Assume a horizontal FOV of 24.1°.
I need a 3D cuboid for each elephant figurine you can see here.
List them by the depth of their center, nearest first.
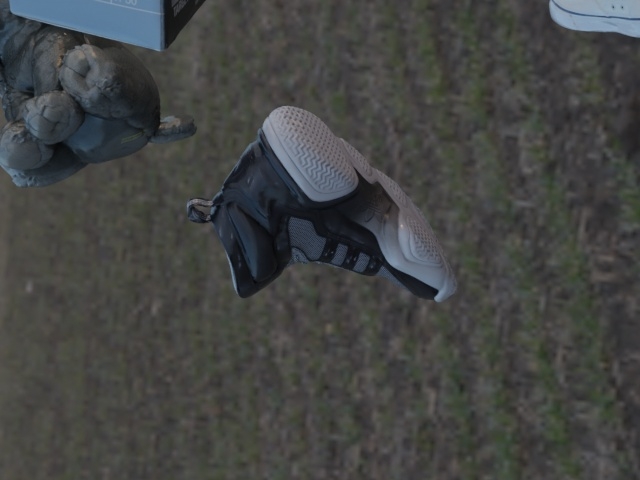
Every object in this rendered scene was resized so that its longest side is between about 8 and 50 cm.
[{"bbox_3d":[-0.249,-0.181,1.305,0.239,0.169,0.186,60,178,21],"label":"elephant figurine"}]

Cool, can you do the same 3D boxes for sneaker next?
[{"bbox_3d":[0.000,0.000,1.350,0.153,0.268,0.101,-38,39,16],"label":"sneaker"},{"bbox_3d":[0.377,-0.312,1.885,0.258,0.094,0.091,23,124,60],"label":"sneaker"}]

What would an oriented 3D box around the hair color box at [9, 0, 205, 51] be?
[{"bbox_3d":[-0.103,-0.321,0.859,0.185,0.114,0.374,-60,-21,-46],"label":"hair color box"}]
